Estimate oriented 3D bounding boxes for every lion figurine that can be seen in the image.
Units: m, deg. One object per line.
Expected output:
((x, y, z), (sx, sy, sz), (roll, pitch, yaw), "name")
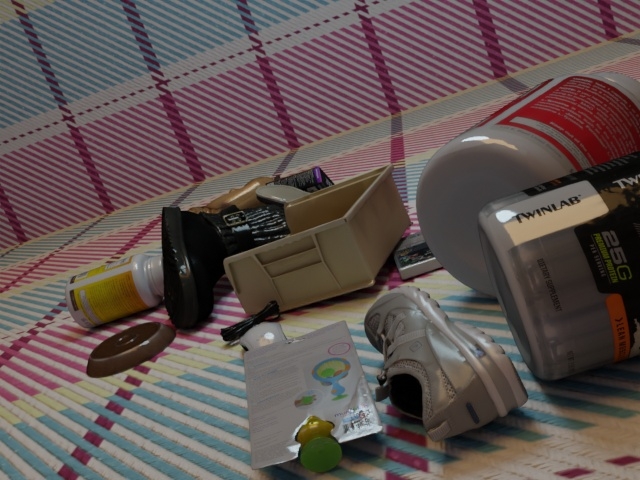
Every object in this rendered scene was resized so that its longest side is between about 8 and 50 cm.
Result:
((-0.203, -0.069, 1.759), (0.392, 0.142, 0.240), (-43, 6, -24), "lion figurine")

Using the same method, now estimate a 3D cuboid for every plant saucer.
((-0.341, 0.187, 1.323), (0.168, 0.029, 0.168), (-19, 14, 5), "plant saucer")

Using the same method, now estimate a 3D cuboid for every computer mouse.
((-0.091, 0.139, 1.127), (0.106, 0.042, 0.193), (-23, 15, -13), "computer mouse")

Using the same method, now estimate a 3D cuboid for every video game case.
((0.215, 0.003, 1.251), (0.190, 0.022, 0.173), (-18, 14, 5), "video game case")

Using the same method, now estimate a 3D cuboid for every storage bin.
((0.000, 0.000, 1.303), (0.260, 0.123, 0.262), (-18, 16, 28), "storage bin")

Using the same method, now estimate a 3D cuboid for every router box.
((-0.031, -0.103, 1.734), (0.133, 0.046, 0.179), (-16, -22, 15), "router box")

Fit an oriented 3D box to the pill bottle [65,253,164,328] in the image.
((-0.411, 0.100, 1.555), (0.215, 0.117, 0.117), (-18, 15, 8), "pill bottle")

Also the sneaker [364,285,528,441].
((0.096, 0.126, 0.801), (0.115, 0.105, 0.281), (-30, 13, -12), "sneaker")

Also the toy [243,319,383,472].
((-0.012, 0.182, 0.845), (0.137, 0.056, 0.237), (-17, 19, -1), "toy")

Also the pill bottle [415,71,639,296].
((0.334, -0.104, 1.063), (0.229, 0.229, 0.408), (-5, 21, 45), "pill bottle")

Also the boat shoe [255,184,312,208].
((-0.043, -0.070, 1.625), (0.206, 0.065, 0.075), (10, 32, 1), "boat shoe")

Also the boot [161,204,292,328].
((-0.172, 0.034, 1.457), (0.260, 0.131, 0.348), (2, 36, -16), "boot")

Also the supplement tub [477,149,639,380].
((0.334, 0.005, 0.740), (0.316, 0.193, 0.193), (-20, 14, 6), "supplement tub")
